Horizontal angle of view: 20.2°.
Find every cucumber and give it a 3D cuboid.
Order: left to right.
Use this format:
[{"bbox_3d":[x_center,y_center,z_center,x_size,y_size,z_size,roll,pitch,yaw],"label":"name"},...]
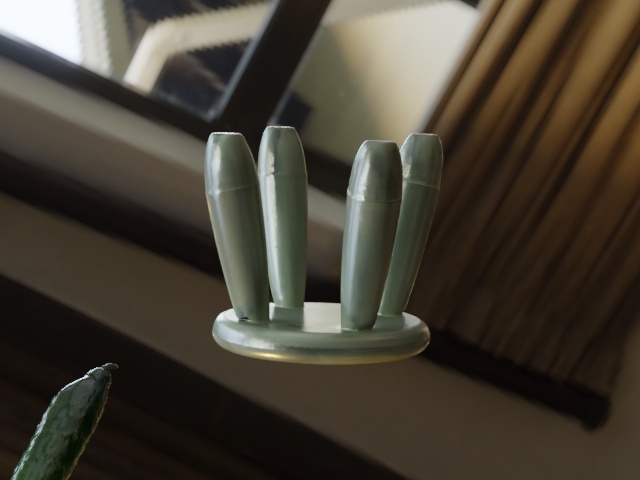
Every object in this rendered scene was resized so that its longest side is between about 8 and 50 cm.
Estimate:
[{"bbox_3d":[-0.170,0.132,1.168,0.037,0.037,0.155,28,-139,-2],"label":"cucumber"}]

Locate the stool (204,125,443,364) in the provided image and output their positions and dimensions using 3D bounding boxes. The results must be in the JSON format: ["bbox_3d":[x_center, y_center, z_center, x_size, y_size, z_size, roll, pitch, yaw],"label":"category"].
[{"bbox_3d":[0.000,0.000,1.600,0.195,0.199,0.195,2,-173,19],"label":"stool"}]
